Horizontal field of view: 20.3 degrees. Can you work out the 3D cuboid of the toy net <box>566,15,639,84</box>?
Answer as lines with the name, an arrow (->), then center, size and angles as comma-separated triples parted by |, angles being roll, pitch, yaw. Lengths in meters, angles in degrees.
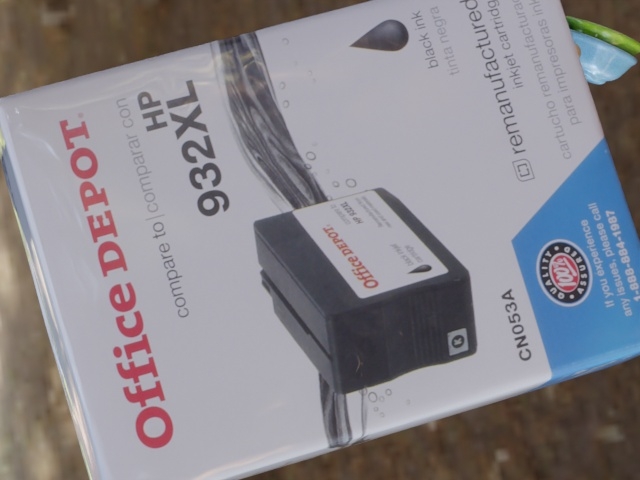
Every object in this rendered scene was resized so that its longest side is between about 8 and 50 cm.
toy net -> 0.168, -0.182, 1.467 | 0.122, 0.232, 0.045 | 26, 95, 36

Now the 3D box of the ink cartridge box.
ink cartridge box -> 0.000, 0.000, 0.973 | 0.129, 0.307, 0.223 | 132, 121, -78
